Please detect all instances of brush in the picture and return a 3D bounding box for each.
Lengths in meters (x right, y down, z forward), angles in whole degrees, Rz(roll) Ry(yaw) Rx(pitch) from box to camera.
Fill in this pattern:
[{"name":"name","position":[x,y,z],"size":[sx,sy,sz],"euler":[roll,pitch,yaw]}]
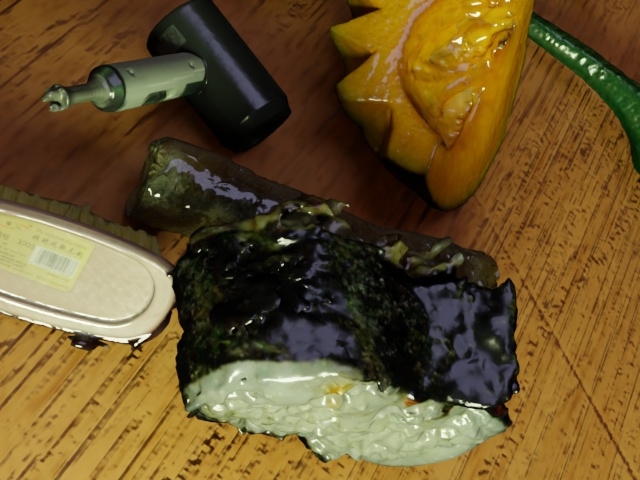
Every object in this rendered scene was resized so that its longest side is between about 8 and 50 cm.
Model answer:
[{"name":"brush","position":[-0.223,-0.018,0.588],"size":[0.312,0.072,0.067],"euler":[19,27,-20]}]

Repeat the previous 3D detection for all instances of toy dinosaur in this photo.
[{"name":"toy dinosaur","position":[0.282,-0.076,0.948],"size":[0.300,0.087,0.447],"euler":[15,46,-27]}]

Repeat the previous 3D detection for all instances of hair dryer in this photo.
[{"name":"hair dryer","position":[-0.102,-0.095,0.694],"size":[0.100,0.057,0.197],"euler":[52,33,8]}]

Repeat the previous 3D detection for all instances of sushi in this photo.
[{"name":"sushi","position":[0.022,0.052,0.616],"size":[0.212,0.147,0.115],"euler":[23,56,-41]}]

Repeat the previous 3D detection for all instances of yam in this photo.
[{"name":"yam","position":[0.000,0.000,0.722],"size":[0.252,0.061,0.061],"euler":[19,51,-22]}]

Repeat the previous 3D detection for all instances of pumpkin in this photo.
[{"name":"pumpkin","position":[0.083,-0.138,0.851],"size":[0.130,0.149,0.254],"euler":[18,70,19]}]
